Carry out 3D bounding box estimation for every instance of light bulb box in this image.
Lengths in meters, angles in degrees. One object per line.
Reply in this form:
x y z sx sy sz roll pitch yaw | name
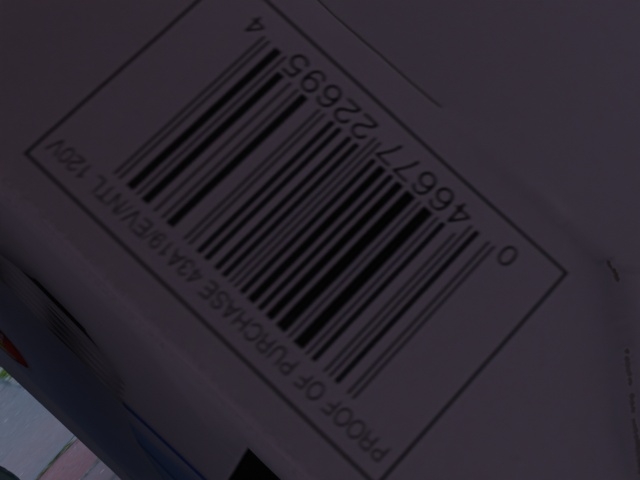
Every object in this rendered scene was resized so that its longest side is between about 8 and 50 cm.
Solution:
0.015 0.019 0.569 0.225 0.358 0.361 -45 172 -19 | light bulb box

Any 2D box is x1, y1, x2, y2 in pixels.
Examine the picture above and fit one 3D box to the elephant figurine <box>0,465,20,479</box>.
-0.272 0.220 0.777 0.239 0.186 0.169 -53 180 5 | elephant figurine
